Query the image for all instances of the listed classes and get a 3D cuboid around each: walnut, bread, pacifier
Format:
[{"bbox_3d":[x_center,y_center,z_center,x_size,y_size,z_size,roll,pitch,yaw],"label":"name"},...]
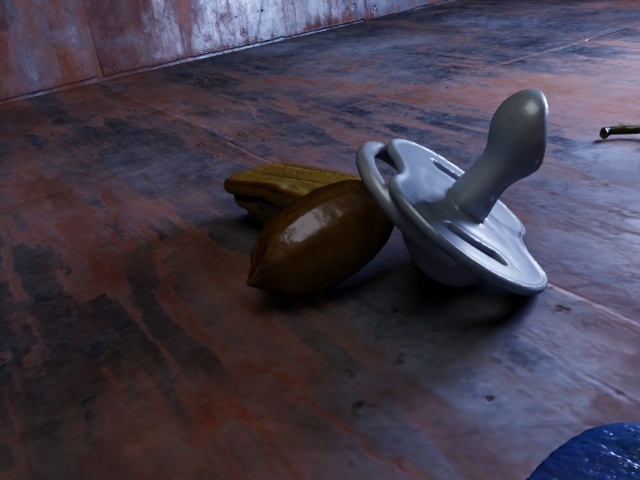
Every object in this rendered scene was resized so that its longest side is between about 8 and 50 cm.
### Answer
[{"bbox_3d":[0.000,0.000,0.771,0.207,0.116,0.115,-34,35,-30],"label":"walnut"},{"bbox_3d":[-0.032,-0.058,0.927,0.116,0.077,0.200,-29,31,-35],"label":"bread"},{"bbox_3d":[0.166,-0.071,0.728,0.227,0.207,0.279,34,24,-12],"label":"pacifier"}]

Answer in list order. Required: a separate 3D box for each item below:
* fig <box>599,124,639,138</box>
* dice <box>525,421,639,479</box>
[{"bbox_3d":[0.539,-0.182,1.020,0.236,0.124,0.124,-17,13,44],"label":"fig"},{"bbox_3d":[0.155,0.179,0.298,0.146,0.143,0.146,-29,29,-35],"label":"dice"}]
